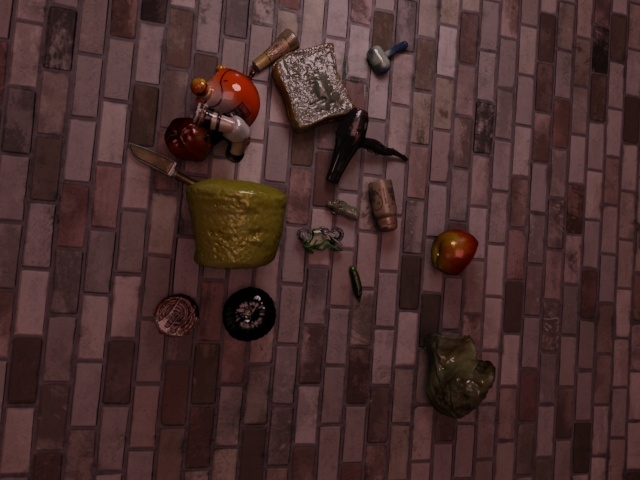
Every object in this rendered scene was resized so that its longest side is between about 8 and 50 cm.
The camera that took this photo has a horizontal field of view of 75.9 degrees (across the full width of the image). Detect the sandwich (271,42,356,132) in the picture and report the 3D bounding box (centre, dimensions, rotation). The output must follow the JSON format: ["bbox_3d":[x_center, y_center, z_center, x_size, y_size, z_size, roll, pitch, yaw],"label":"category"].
[{"bbox_3d":[-0.030,-0.597,1.607,0.272,0.099,0.300,-23,95,-16],"label":"sandwich"}]

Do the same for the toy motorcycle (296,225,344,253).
[{"bbox_3d":[0.000,0.000,1.615,0.190,0.074,0.106,-1,98,-13],"label":"toy motorcycle"}]

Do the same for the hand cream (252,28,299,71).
[{"bbox_3d":[-0.179,-0.728,1.596,0.203,0.084,0.084,-40,97,-3],"label":"hand cream"}]

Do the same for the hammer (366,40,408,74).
[{"bbox_3d":[0.289,-0.775,1.703,0.194,0.069,0.116,-35,95,-16],"label":"hammer"}]

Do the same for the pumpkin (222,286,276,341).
[{"bbox_3d":[-0.261,0.272,1.515,0.202,0.140,0.201,1,75,-5],"label":"pumpkin"}]

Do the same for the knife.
[{"bbox_3d":[-0.554,-0.268,1.519,0.343,0.027,0.061,27,85,-8],"label":"knife"}]

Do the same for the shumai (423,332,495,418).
[{"bbox_3d":[0.501,0.516,1.644,0.289,0.329,0.292,40,42,10],"label":"shumai"}]

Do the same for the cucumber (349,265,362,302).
[{"bbox_3d":[0.148,0.176,1.659,0.037,0.037,0.154,-13,92,-13],"label":"cucumber"}]

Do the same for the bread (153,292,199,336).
[{"bbox_3d":[-0.521,0.274,1.489,0.161,0.073,0.160,0,89,-13],"label":"bread"}]

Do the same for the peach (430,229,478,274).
[{"bbox_3d":[0.554,0.049,1.679,0.193,0.190,0.190,1,88,-14],"label":"peach"}]

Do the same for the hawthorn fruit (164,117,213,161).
[{"bbox_3d":[-0.477,-0.361,1.457,0.157,0.194,0.156,1,94,20],"label":"hawthorn fruit"}]

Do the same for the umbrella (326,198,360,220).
[{"bbox_3d":[0.090,-0.125,1.646,0.144,0.062,0.067,20,115,-12],"label":"umbrella"}]

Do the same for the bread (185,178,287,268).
[{"bbox_3d":[-0.294,-0.056,1.418,0.349,0.348,0.307,5,92,-12],"label":"bread"}]

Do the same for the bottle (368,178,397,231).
[{"bbox_3d":[0.261,-0.139,1.666,0.110,0.097,0.209,-14,94,-56],"label":"bottle"}]

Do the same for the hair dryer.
[{"bbox_3d":[0.206,-0.342,1.657,0.360,0.120,0.303,12,104,-26],"label":"hair dryer"}]

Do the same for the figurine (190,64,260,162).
[{"bbox_3d":[-0.319,-0.470,1.460,0.196,0.320,0.322,-12,59,19],"label":"figurine"}]
